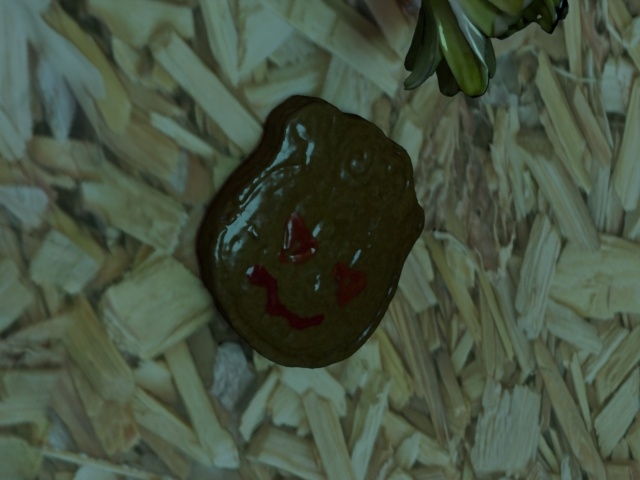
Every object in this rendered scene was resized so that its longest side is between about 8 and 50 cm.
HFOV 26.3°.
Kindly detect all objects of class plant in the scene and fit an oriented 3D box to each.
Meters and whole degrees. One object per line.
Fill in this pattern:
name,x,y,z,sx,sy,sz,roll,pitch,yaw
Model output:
plant,0.116,-0.290,1.189,0.297,0.261,0.305,15,87,-46

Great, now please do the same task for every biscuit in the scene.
biscuit,0.001,0.001,1.370,0.273,0.049,0.257,39,80,-48
